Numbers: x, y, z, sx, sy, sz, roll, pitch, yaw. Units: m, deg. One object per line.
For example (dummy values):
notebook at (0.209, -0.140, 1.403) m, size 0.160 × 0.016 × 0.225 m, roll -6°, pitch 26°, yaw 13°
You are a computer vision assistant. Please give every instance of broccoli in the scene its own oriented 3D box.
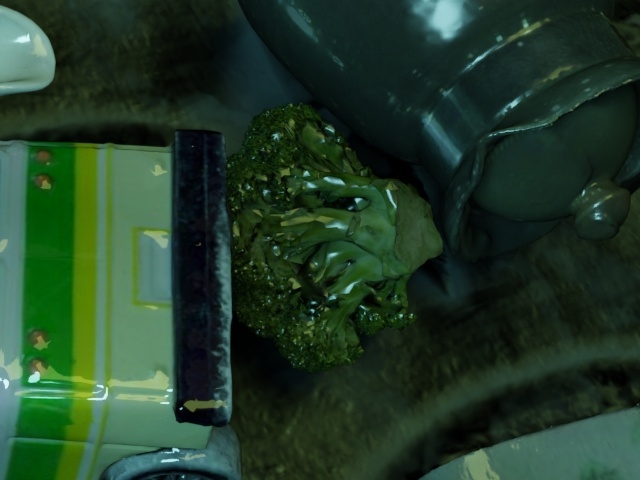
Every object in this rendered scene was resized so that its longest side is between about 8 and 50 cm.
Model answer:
broccoli at (0.000, 0.000, 1.128) m, size 0.162 × 0.138 × 0.146 m, roll 60°, pitch 44°, yaw -34°

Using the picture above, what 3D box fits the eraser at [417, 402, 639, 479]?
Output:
eraser at (0.165, 0.219, 1.097) m, size 0.174 × 0.081 × 0.227 m, roll -11°, pitch 65°, yaw -28°

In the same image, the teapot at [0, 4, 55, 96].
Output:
teapot at (-0.307, -0.090, 0.997) m, size 0.299 × 0.166 × 0.208 m, roll 12°, pitch 65°, yaw -34°

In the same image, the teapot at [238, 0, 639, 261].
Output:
teapot at (0.105, -0.102, 1.219) m, size 0.223 × 0.305 × 0.285 m, roll -30°, pitch 69°, yaw -6°

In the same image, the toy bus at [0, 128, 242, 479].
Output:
toy bus at (-0.141, 0.087, 0.874) m, size 0.179 × 0.305 × 0.143 m, roll 4°, pitch 57°, yaw -12°
